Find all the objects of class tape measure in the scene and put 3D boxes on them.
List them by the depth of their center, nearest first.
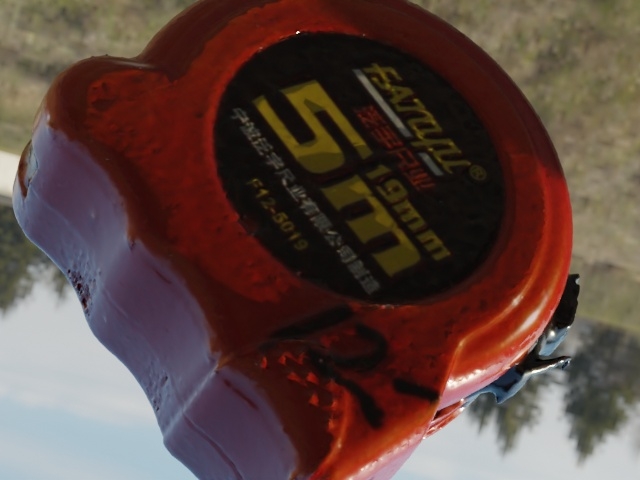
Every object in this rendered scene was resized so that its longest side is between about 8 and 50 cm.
[{"bbox_3d":[0.000,0.000,0.750,0.260,0.253,0.114,-29,166,-34],"label":"tape measure"}]
